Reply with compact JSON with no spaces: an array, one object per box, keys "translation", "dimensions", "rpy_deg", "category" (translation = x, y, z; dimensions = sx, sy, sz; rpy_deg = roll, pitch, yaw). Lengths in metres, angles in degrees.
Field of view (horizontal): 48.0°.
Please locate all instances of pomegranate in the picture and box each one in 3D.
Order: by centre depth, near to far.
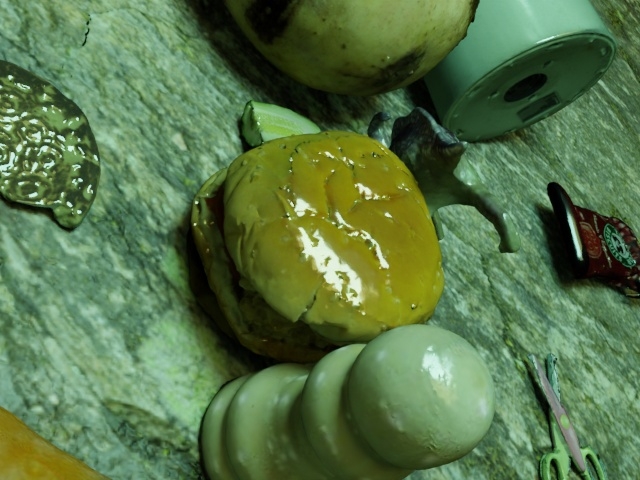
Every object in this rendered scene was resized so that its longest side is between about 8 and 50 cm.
[{"translation":[0.032,-0.325,0.842],"dimensions":[0.322,0.322,0.322],"rpy_deg":[19,55,-30],"category":"pomegranate"}]

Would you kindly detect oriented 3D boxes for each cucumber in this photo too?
[{"translation":[-0.041,-0.118,0.827],"dimensions":[0.107,0.035,0.067],"rpy_deg":[7,50,-42],"category":"cucumber"}]

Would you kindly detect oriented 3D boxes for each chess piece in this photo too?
[{"translation":[0.021,0.143,0.570],"dimensions":[0.142,0.260,0.143],"rpy_deg":[17,59,-30],"category":"chess piece"}]

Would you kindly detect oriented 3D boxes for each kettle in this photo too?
[{"translation":[0.251,-0.361,1.088],"dimensions":[0.361,0.250,0.377],"rpy_deg":[11,55,-58],"category":"kettle"}]

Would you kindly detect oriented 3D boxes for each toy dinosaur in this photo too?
[{"translation":[0.111,-0.064,0.791],"dimensions":[0.077,0.294,0.162],"rpy_deg":[-24,104,-21],"category":"toy dinosaur"}]

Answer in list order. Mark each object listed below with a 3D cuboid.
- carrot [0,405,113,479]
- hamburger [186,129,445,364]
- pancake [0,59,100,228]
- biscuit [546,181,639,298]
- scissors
[{"translation":[-0.265,0.141,0.440],"dimensions":[0.225,0.159,0.159],"rpy_deg":[39,46,3],"category":"carrot"},{"translation":[0.000,0.000,0.690],"dimensions":[0.244,0.163,0.245],"rpy_deg":[13,59,-22],"category":"hamburger"},{"translation":[-0.281,-0.082,0.624],"dimensions":[0.191,0.020,0.184],"rpy_deg":[54,45,1],"category":"pancake"},{"translation":[0.430,0.006,1.114],"dimensions":[0.235,0.063,0.152],"rpy_deg":[14,58,-36],"category":"biscuit"},{"translation":[0.306,0.234,0.914],"dimensions":[0.133,0.020,0.187],"rpy_deg":[7,63,-40],"category":"scissors"}]
